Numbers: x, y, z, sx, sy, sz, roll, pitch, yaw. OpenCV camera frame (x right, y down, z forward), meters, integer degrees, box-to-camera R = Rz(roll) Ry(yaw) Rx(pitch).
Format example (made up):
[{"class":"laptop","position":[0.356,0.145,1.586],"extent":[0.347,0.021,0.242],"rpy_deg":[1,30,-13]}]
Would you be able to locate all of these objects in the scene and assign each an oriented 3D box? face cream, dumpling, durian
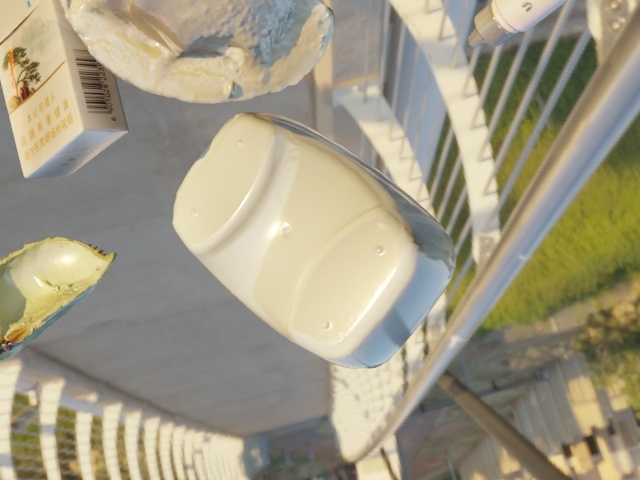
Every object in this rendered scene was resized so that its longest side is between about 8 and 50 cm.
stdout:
[{"class":"face cream","position":[0.370,-0.425,1.403],"extent":[0.092,0.092,0.311],"rpy_deg":[2,155,-38]},{"class":"dumpling","position":[-0.127,-0.246,0.781],"extent":[0.227,0.243,0.175],"rpy_deg":[-49,169,-3]},{"class":"durian","position":[-0.433,0.085,1.252],"extent":[0.252,0.144,0.139],"rpy_deg":[-36,-157,-31]}]

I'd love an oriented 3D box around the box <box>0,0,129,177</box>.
[{"class":"box","position":[-0.307,-0.206,0.942],"extent":[0.149,0.233,0.067],"rpy_deg":[-23,169,40]}]

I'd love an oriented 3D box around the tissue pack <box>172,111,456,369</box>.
[{"class":"tissue pack","position":[0.000,0.000,1.039],"extent":[0.229,0.333,0.236],"rpy_deg":[-55,158,8]}]
